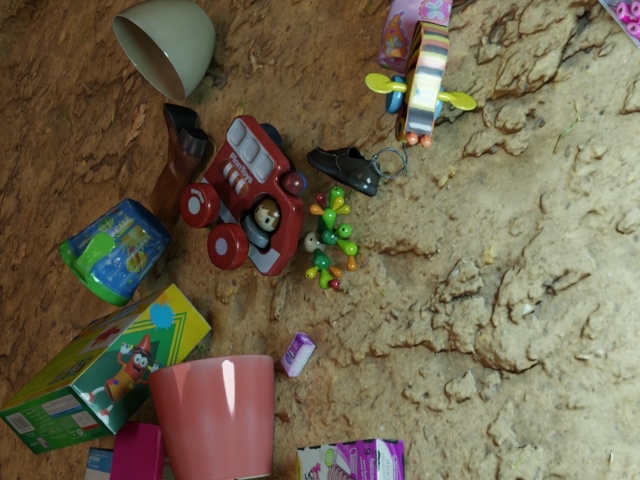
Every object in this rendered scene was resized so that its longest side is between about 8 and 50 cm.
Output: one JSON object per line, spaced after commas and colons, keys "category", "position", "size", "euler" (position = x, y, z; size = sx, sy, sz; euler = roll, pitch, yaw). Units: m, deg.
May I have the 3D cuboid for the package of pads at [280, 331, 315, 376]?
{"category": "package of pads", "position": [-0.048, 0.237, 1.863], "size": [0.083, 0.032, 0.050], "euler": [-61, 41, 19]}

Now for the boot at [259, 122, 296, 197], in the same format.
{"category": "boot", "position": [-0.109, -0.152, 2.068], "size": [0.106, 0.082, 0.219], "euler": [120, 139, -63]}

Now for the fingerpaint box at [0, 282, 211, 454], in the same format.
{"category": "fingerpaint box", "position": [-0.533, 0.323, 2.206], "size": [0.445, 0.163, 0.371], "euler": [-24, 19, 46]}

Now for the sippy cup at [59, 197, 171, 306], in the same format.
{"category": "sippy cup", "position": [-0.524, 0.017, 2.361], "size": [0.224, 0.240, 0.305], "euler": [-45, 31, 5]}

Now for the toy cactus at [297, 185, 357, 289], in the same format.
{"category": "toy cactus", "position": [0.000, 0.000, 1.840], "size": [0.180, 0.112, 0.218], "euler": [-20, 71, 59]}

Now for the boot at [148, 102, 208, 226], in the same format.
{"category": "boot", "position": [-0.408, -0.216, 2.477], "size": [0.264, 0.096, 0.280], "euler": [49, 125, 40]}

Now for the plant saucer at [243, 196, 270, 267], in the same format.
{"category": "plant saucer", "position": [-0.162, -0.036, 2.103], "size": [0.200, 0.037, 0.199], "euler": [-23, 59, 47]}

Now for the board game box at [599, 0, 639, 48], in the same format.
{"category": "board game box", "position": [0.530, -0.552, 1.364], "size": [0.390, 0.050, 0.389], "euler": [-49, 44, 31]}

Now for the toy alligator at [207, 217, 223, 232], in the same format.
{"category": "toy alligator", "position": [-0.238, -0.078, 2.204], "size": [0.189, 0.051, 0.056], "euler": [-55, 41, 25]}

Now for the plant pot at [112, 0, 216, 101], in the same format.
{"category": "plant pot", "position": [-0.396, -0.546, 2.435], "size": [0.191, 0.284, 0.284], "euler": [-43, 32, -18]}

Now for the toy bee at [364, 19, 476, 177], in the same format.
{"category": "toy bee", "position": [0.185, -0.235, 1.614], "size": [0.162, 0.195, 0.298], "euler": [-103, 3, -65]}

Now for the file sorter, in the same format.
{"category": "file sorter", "position": [-0.350, 0.563, 2.020], "size": [0.202, 0.182, 0.290], "euler": [-7, 74, 51]}

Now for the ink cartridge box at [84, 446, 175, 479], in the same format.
{"category": "ink cartridge box", "position": [-0.466, 0.627, 2.159], "size": [0.168, 0.171, 0.232], "euler": [-9, 70, 51]}

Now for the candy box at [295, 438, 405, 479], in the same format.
{"category": "candy box", "position": [0.050, 0.449, 1.627], "size": [0.233, 0.071, 0.159], "euler": [-23, 61, 48]}

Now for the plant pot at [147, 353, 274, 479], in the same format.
{"category": "plant pot", "position": [-0.211, 0.381, 1.861], "size": [0.275, 0.275, 0.243], "euler": [-26, 68, 46]}

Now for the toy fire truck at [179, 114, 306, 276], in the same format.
{"category": "toy fire truck", "position": [-0.144, -0.087, 1.917], "size": [0.302, 0.169, 0.253], "euler": [52, 125, 27]}

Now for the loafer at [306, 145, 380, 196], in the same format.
{"category": "loafer", "position": [0.056, -0.155, 1.836], "size": [0.220, 0.080, 0.078], "euler": [32, 94, 47]}

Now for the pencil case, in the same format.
{"category": "pencil case", "position": [0.196, -0.458, 1.720], "size": [0.124, 0.124, 0.284], "euler": [10, 85, 54]}
